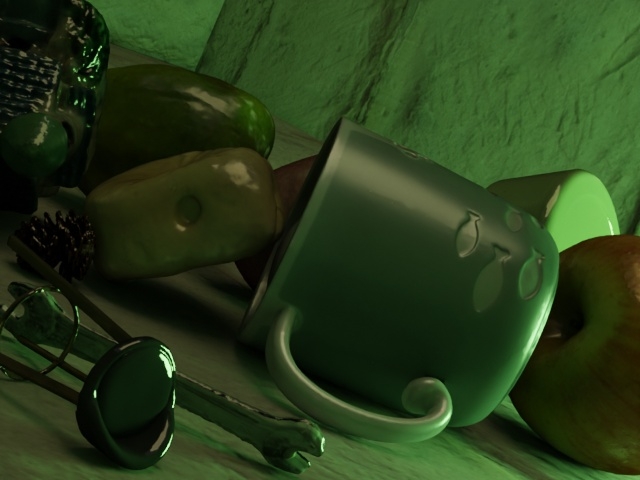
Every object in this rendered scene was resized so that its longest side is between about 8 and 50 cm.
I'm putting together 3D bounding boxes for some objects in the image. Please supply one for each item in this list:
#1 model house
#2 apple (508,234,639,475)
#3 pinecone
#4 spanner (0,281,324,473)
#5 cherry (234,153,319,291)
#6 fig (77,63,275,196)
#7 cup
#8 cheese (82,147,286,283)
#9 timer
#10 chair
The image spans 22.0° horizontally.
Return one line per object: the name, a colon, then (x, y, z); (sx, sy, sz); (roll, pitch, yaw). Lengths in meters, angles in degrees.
model house: (-0.392, -0.159, 1.752); (0.299, 0.243, 0.284); (13, 13, 0)
apple: (0.348, 0.134, 1.878); (0.233, 0.286, 0.286); (27, 6, -33)
pinecone: (-0.264, 0.004, 1.643); (0.083, 0.077, 0.077); (11, 12, -18)
spanner: (-0.136, 0.115, 1.364); (0.302, 0.071, 0.017); (26, 42, 6)
cherry: (0.009, 0.006, 1.951); (0.239, 0.239, 0.206); (8, 55, -62)
fig: (-0.221, -0.123, 2.074); (0.314, 0.233, 0.233); (17, 5, 21)
cup: (0.079, 0.074, 1.687); (0.275, 0.259, 0.356); (24, 39, -5)
cheese: (-0.136, -0.030, 1.737); (0.218, 0.117, 0.235); (-10, 12, 36)
timer: (0.203, 0.045, 2.183); (0.315, 0.290, 0.291); (4, -2, 30)
chair: (-0.192, 0.083, 1.267); (0.221, 0.095, 0.104); (32, 13, 37)
